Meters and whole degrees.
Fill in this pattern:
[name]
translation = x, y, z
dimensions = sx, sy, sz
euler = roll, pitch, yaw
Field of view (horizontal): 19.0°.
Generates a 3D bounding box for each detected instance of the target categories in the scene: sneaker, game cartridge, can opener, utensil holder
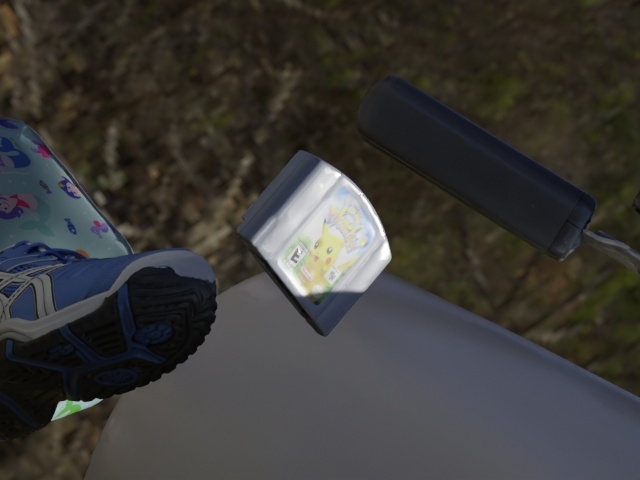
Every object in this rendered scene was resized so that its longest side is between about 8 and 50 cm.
[sneaker]
translation = -0.129, 0.034, 0.905
dimensions = 0.080, 0.081, 0.211
euler = 20, -30, -40
[game cartridge]
translation = 0.000, 0.000, 0.847
dimensions = 0.017, 0.056, 0.083
euler = 25, -18, 41
[can opener]
translation = 0.162, -0.036, 1.233
dimensions = 0.283, 0.095, 0.076
euler = 32, 0, 6
[utensil holder]
translation = 0.085, 0.215, 1.088
dimensions = 0.385, 0.327, 0.327
euler = 28, -29, 43

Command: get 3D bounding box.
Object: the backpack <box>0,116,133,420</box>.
[backpack]
translation = -0.277, 0.039, 1.435
dimensions = 0.225, 0.253, 0.191
euler = 49, -40, 24
